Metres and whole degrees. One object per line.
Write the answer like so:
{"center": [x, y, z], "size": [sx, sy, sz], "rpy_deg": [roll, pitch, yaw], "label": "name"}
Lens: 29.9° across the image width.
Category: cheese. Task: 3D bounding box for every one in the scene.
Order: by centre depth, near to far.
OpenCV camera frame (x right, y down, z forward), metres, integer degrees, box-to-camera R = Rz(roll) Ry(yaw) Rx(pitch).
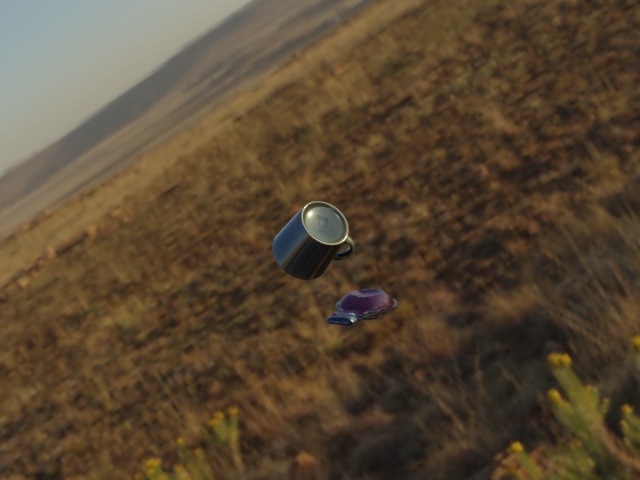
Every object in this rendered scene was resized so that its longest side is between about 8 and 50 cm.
{"center": [0.059, 0.098, 1.754], "size": [0.095, 0.038, 0.145], "rpy_deg": [2, 14, 30], "label": "cheese"}

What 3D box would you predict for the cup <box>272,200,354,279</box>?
{"center": [0.000, 0.000, 1.528], "size": [0.077, 0.100, 0.078], "rpy_deg": [-51, 38, 46], "label": "cup"}
